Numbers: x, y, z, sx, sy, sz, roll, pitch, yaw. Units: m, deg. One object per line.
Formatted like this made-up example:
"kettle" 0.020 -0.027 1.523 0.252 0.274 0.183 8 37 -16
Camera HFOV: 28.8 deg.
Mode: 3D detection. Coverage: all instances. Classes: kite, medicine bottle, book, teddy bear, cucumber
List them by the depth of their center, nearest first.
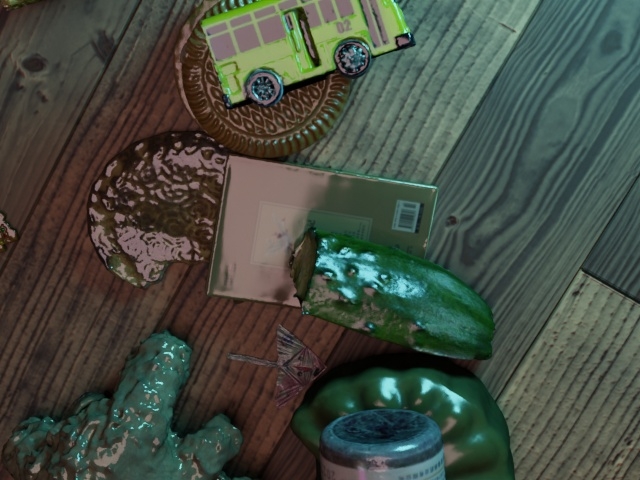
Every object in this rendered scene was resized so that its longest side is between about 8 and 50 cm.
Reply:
"medicine bottle" 0.088 0.375 1.653 0.165 0.165 0.274 -4 101 6
"cucumber" 0.120 0.081 1.770 0.325 0.145 0.105 21 109 -13
"book" 0.000 0.000 1.817 0.310 0.021 0.217 9 104 -5
"teddy bear" -0.256 0.371 1.875 0.357 0.224 0.367 -37 112 10
"kite" -0.066 0.193 1.894 0.152 0.005 0.137 1 102 6

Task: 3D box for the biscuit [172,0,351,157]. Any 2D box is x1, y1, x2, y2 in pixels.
"biscuit" -0.083 -0.242 1.763 0.259 0.079 0.259 1 101 4

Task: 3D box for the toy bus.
"toy bus" -0.017 -0.271 1.648 0.262 0.128 0.150 -19 96 2

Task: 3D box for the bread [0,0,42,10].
"bread" -0.356 -0.398 1.728 0.196 0.138 0.102 -22 95 10

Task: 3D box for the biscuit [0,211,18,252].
"biscuit" -0.505 -0.005 1.886 0.082 0.016 0.092 35 101 -3

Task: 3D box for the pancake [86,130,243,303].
"pancake" -0.197 -0.025 1.847 0.288 0.033 0.286 -33 99 11

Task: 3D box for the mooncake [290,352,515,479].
"mooncake" 0.118 0.339 1.819 0.351 0.187 0.351 1 100 5
